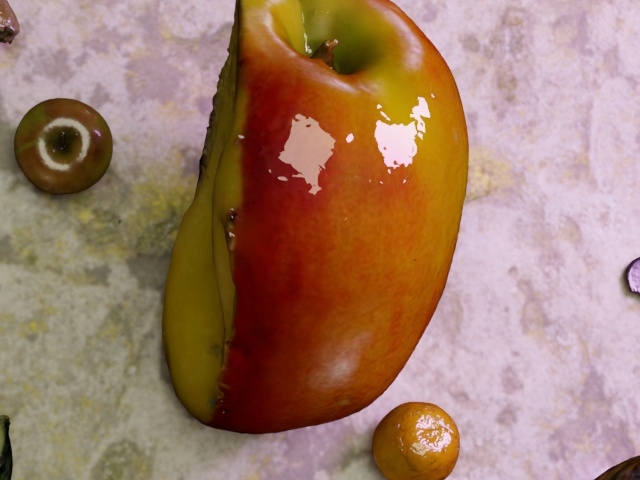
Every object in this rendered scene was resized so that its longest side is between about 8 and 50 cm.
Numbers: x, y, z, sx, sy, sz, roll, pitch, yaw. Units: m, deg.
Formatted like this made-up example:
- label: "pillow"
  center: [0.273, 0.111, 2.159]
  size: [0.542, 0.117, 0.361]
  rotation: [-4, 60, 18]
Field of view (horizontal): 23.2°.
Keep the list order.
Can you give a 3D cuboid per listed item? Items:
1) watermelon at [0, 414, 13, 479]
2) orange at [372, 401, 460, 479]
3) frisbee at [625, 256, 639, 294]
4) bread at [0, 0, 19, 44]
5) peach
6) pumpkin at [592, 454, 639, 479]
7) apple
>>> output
- label: "watermelon"
  center: [-0.359, 0.226, 1.296]
  size: [0.245, 0.063, 0.119]
  rotation: [-22, 64, -17]
- label: "orange"
  center: [0.088, 0.190, 1.443]
  size: [0.083, 0.070, 0.083]
  rotation: [10, 59, -17]
- label: "frisbee"
  center: [0.411, 0.111, 1.605]
  size: [0.187, 0.012, 0.211]
  rotation: [-5, 76, -21]
- label: "bread"
  center: [-0.336, -0.194, 1.418]
  size: [0.113, 0.060, 0.082]
  rotation: [-30, 86, -25]
- label: "peach"
  center: [0.000, 0.000, 1.346]
  size: [0.242, 0.380, 0.306]
  rotation: [7, 47, -15]
- label: "pumpkin"
  center: [0.346, 0.337, 1.414]
  size: [0.256, 0.225, 0.303]
  rotation: [-28, 79, -28]
- label: "apple"
  center: [-0.233, -0.084, 1.413]
  size: [0.090, 0.074, 0.089]
  rotation: [4, 75, -16]
